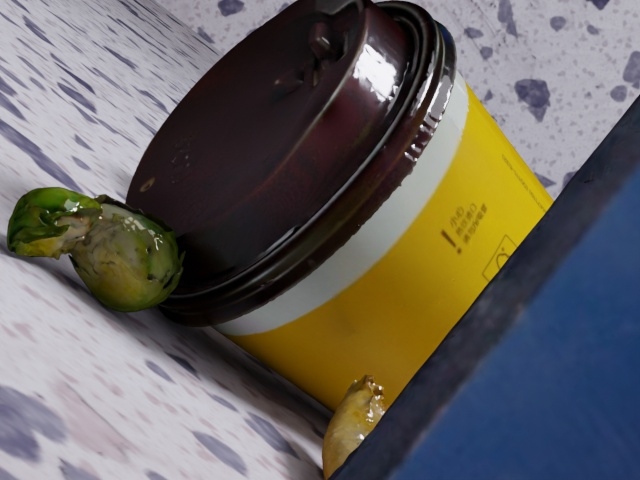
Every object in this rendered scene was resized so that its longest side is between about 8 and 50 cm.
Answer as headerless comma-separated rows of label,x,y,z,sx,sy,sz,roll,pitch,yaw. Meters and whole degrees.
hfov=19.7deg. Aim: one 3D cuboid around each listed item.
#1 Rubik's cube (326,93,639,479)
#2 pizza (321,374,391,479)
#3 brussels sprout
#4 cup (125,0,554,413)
Rubik's cube,0.204,0.116,0.440,0.307,0.305,0.310,41,7,29
pizza,0.067,0.102,0.767,0.131,0.041,0.178,2,21,-4
brussels sprout,-0.100,-0.001,0.813,0.083,0.046,0.051,33,10,-36
cup,0.045,0.018,0.933,0.279,0.196,0.196,44,2,-27
